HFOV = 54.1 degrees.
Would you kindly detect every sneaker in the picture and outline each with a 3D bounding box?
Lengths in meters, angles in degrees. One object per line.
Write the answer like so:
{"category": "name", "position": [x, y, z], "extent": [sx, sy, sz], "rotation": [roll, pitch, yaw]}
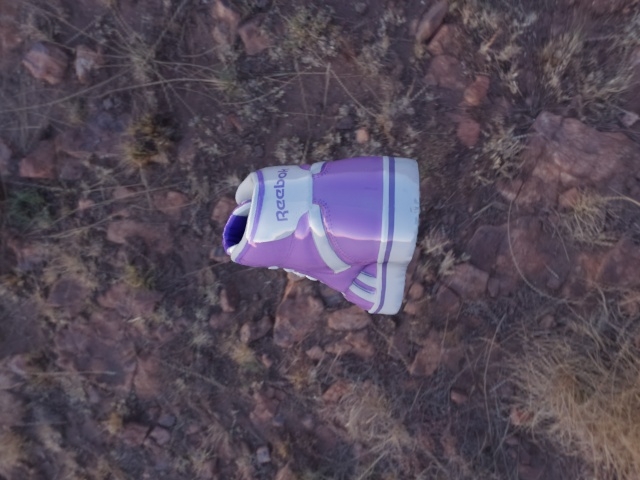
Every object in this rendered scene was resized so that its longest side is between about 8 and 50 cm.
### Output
{"category": "sneaker", "position": [0.000, -0.001, 0.569], "extent": [0.161, 0.282, 0.102], "rotation": [-1, 69, 4]}
